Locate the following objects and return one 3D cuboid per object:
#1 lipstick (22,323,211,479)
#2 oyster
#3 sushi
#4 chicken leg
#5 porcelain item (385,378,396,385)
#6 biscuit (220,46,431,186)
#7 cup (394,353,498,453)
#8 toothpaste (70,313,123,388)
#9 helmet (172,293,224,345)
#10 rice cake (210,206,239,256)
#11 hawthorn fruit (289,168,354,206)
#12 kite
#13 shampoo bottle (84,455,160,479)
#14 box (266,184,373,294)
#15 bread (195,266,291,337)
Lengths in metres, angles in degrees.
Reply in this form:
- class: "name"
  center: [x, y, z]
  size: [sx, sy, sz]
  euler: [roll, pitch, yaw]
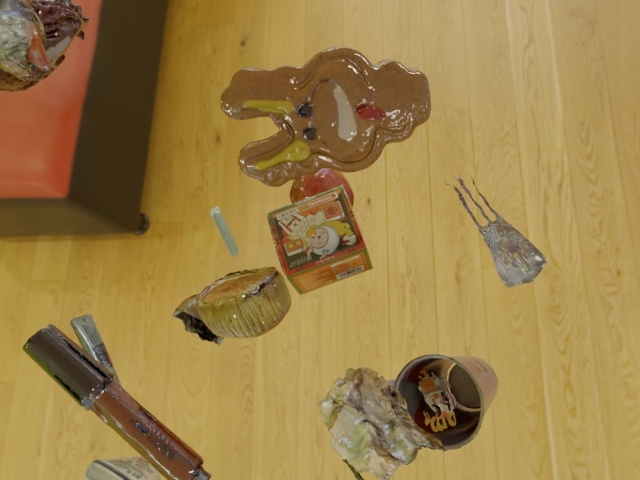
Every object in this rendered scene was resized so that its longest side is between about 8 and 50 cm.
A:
- class: "lipstick"
  center: [-0.371, 0.313, 0.940]
  size: [0.418, 0.077, 0.077]
  euler: [40, 85, 3]
- class: "oyster"
  center: [0.091, 0.311, 0.961]
  size: [0.201, 0.354, 0.107]
  euler: [0, 97, -14]
- class: "sushi"
  center: [-0.510, -0.354, 0.818]
  size: [0.097, 0.103, 0.226]
  euler: [-23, 70, -4]
- class: "chicken leg"
  center: [-0.555, -0.340, 0.898]
  size: [0.096, 0.158, 0.407]
  euler: [21, 35, 10]
- class: "porcelain item"
  center: [0.205, 0.496, 1.585]
  size: [0.259, 0.141, 0.141]
  euler: [-8, 67, -36]
- class: "biscuit"
  center: [0.013, -0.181, 0.732]
  size: [0.295, 0.186, 0.044]
  euler: [-16, 27, 0]
- class: "cup"
  center: [0.315, 0.352, 1.182]
  size: [0.203, 0.288, 0.203]
  euler: [-3, 84, 31]
- class: "toothpaste"
  center: [-0.457, 0.265, 1.066]
  size: [0.038, 0.060, 0.233]
  euler: [-22, 92, 18]
- class: "helmet"
  center: [-0.401, 0.260, 1.781]
  size: [0.198, 0.224, 0.130]
  euler: [17, 57, 16]
- class: "rice cake"
  center: [-0.367, -0.028, 1.964]
  size: [0.042, 0.245, 0.045]
  euler: [-23, 46, -8]
- class: "hawthorn fruit"
  center: [0.019, -0.135, 1.679]
  size: [0.205, 0.205, 0.253]
  euler: [-41, 71, -3]
- class: "kite"
  center: [0.328, -0.026, 0.963]
  size: [0.141, 0.015, 0.245]
  euler: [-22, 71, -37]
- class: "shampoo bottle"
  center: [-0.505, 0.635, 1.381]
  size: [0.153, 0.284, 0.071]
  euler: [29, 77, 10]
- class: "box"
  center: [0.000, 0.000, 1.203]
  size: [0.195, 0.148, 0.177]
  euler: [-20, 65, 4]
- class: "bread"
  center: [-0.215, 0.175, 1.427]
  size: [0.253, 0.142, 0.227]
  euler: [-11, 26, 35]
